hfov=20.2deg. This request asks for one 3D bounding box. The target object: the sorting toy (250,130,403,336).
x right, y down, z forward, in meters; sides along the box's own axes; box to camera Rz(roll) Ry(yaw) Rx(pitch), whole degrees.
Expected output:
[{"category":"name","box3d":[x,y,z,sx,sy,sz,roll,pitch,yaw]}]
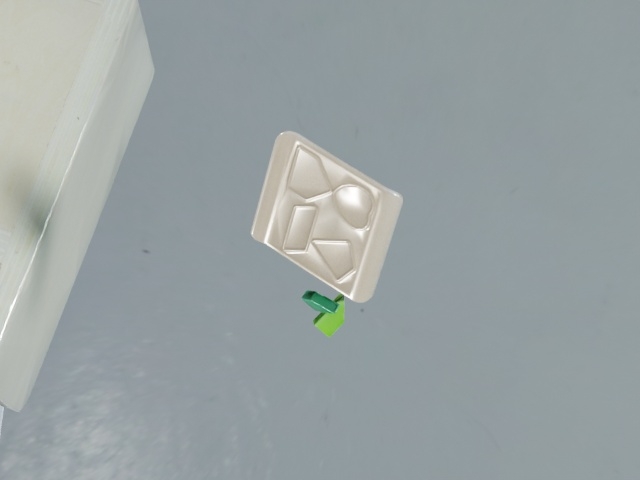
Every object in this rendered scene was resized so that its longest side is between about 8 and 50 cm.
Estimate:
[{"category":"sorting toy","box3d":[0.000,0.000,0.768,0.062,0.012,0.083,30,125,20]}]

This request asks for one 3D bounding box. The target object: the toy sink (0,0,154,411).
[{"category":"toy sink","box3d":[-0.200,-0.037,1.040,0.131,0.153,0.234,19,79,3]}]

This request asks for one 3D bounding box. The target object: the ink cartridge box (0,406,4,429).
[{"category":"ink cartridge box","box3d":[-0.280,0.185,1.270,0.065,0.186,0.311,13,124,-12]}]
